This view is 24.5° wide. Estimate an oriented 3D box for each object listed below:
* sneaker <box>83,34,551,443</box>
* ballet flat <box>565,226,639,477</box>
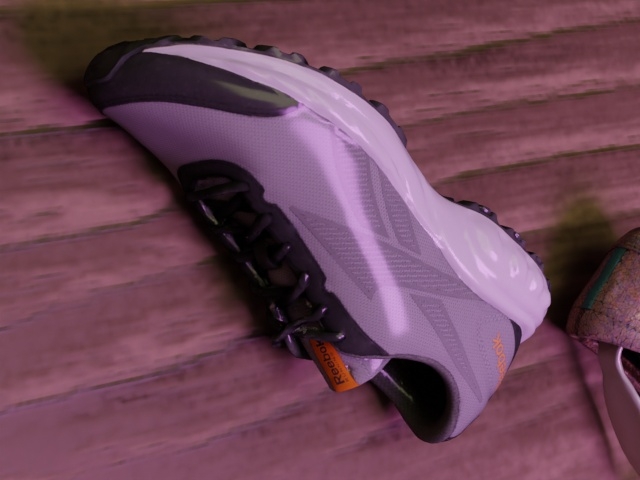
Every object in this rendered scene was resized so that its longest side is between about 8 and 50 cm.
[{"bbox_3d":[0.000,0.000,0.688,0.271,0.100,0.108,38,66,-27],"label":"sneaker"},{"bbox_3d":[0.244,0.136,0.865,0.106,0.107,0.316,-42,102,-20],"label":"ballet flat"}]
